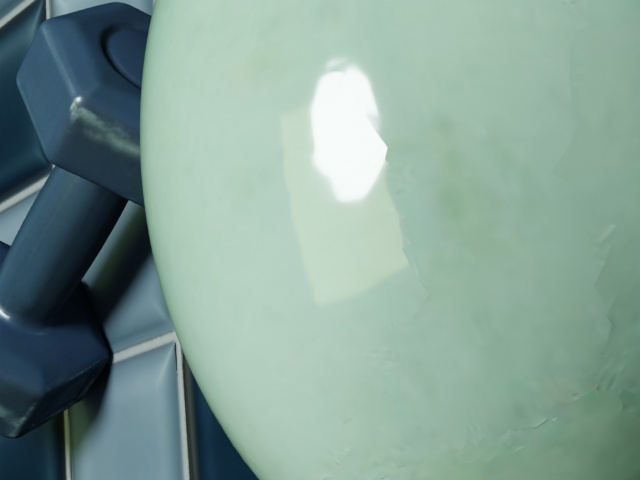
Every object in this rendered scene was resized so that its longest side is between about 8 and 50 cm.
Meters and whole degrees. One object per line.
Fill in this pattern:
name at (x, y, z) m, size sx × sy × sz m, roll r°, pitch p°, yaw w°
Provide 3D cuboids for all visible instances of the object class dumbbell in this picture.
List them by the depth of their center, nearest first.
dumbbell at (-0.180, -0.008, 1.042) m, size 0.316 × 0.156 × 0.143 m, roll -54°, pitch 17°, yaw 32°

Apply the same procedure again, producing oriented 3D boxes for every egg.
egg at (0.062, -0.046, 0.622) m, size 0.276 × 0.276 × 0.389 m, roll -34°, pitch 49°, yaw 45°
